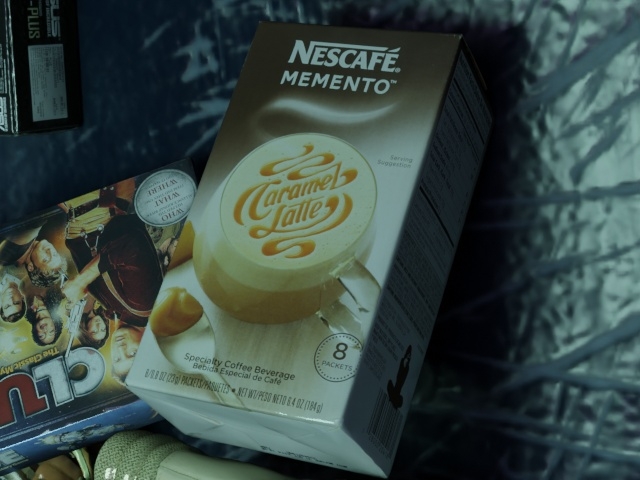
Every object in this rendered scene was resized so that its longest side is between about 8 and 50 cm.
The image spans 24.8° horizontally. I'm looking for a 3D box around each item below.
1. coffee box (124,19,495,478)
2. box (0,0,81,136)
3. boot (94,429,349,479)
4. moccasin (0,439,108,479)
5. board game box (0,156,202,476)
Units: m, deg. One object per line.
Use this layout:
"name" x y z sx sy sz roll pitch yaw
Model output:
"coffee box" 0.000 0.000 0.867 0.141 0.098 0.246 8 67 25
"box" -0.258 -0.166 1.051 0.147 0.077 0.180 2 99 27
"boot" -0.022 0.218 0.928 0.203 0.095 0.262 9 147 25
"moccasin" -0.185 0.184 1.035 0.139 0.147 0.380 -45 78 26
"board game box" -0.176 0.059 0.977 0.243 0.042 0.165 -20 61 4
